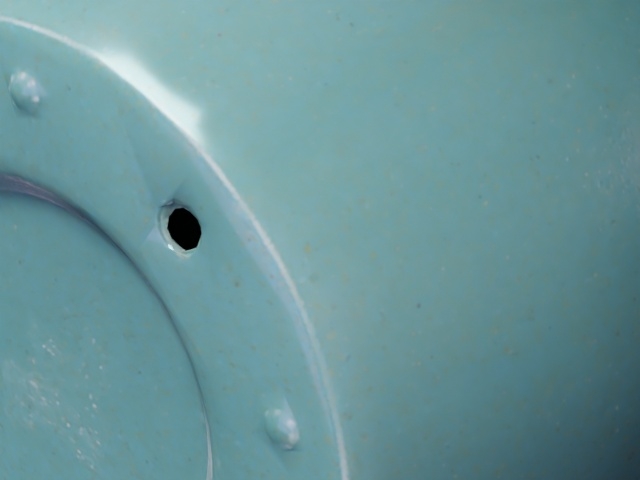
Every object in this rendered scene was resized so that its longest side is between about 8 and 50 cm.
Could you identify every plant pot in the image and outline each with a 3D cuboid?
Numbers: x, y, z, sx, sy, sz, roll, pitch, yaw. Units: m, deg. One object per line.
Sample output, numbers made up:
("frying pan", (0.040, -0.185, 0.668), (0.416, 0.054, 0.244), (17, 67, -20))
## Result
("plant pot", (0.000, 0.000, 0.503), (0.293, 0.235, 0.293), (15, 116, 32))
